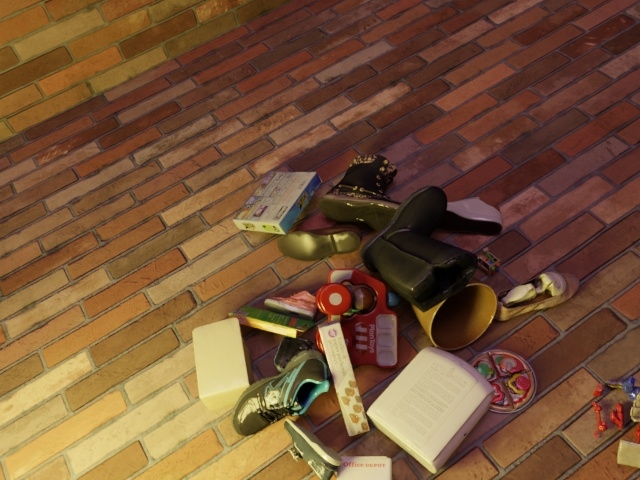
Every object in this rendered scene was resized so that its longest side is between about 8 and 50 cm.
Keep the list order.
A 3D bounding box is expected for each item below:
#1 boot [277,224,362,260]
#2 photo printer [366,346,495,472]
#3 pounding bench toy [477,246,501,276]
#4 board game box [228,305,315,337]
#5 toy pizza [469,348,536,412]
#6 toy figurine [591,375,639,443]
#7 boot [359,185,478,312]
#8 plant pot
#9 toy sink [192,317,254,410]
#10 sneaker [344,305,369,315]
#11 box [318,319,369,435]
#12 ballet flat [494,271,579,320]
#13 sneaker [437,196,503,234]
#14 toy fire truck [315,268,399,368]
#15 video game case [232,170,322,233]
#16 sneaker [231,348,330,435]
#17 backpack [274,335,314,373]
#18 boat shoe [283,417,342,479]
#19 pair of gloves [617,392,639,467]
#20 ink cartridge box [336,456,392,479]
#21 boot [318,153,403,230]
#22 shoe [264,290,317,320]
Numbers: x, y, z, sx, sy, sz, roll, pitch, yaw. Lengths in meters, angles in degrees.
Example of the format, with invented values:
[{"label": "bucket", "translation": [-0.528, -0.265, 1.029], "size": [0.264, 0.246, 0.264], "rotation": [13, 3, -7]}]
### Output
[{"label": "boot", "translation": [0.000, 0.000, 2.192], "size": [0.305, 0.112, 0.115], "rotation": [-4, 22, 13]}, {"label": "photo printer", "translation": [0.320, 0.460, 1.748], "size": [0.256, 0.107, 0.307], "rotation": [31, 64, 35]}, {"label": "pounding bench toy", "translation": [0.556, 0.068, 2.028], "size": [0.052, 0.083, 0.065], "rotation": [-34, 54, -16]}, {"label": "board game box", "translation": [-0.155, 0.262, 1.990], "size": [0.260, 0.124, 0.039], "rotation": [8, 98, 18]}, {"label": "toy pizza", "translation": [0.529, 0.406, 1.806], "size": [0.201, 0.032, 0.201], "rotation": [-5, 52, 7]}, {"label": "toy figurine", "translation": [0.914, 0.439, 1.597], "size": [0.363, 0.217, 0.191], "rotation": [13, 56, 20]}, {"label": "boot", "translation": [0.329, 0.005, 1.846], "size": [0.367, 0.146, 0.445], "rotation": [-47, 17, -2]}, {"label": "plant pot", "translation": [0.374, 0.171, 1.915], "size": [0.237, 0.237, 0.254], "rotation": [-27, 35, -10]}, {"label": "toy sink", "translation": [-0.297, 0.383, 1.908], "size": [0.153, 0.131, 0.234], "rotation": [-15, 54, -2]}, {"label": "sneaker", "translation": [0.087, 0.209, 2.008], "size": [0.167, 0.076, 0.065], "rotation": [14, 56, 20]}, {"label": "box", "translation": [0.066, 0.390, 1.758], "size": [0.063, 0.067, 0.323], "rotation": [-16, 94, -3]}, {"label": "ballet flat", "translation": [0.675, 0.161, 1.922], "size": [0.316, 0.106, 0.107], "rotation": [-23, 53, -8]}, {"label": "sneaker", "translation": [0.490, -0.100, 2.159], "size": [0.290, 0.106, 0.123], "rotation": [12, 50, 0]}, {"label": "toy fire truck", "translation": [0.115, 0.238, 1.888], "size": [0.254, 0.169, 0.302], "rotation": [1, 84, -5]}, {"label": "video game case", "translation": [-0.159, -0.145, 2.285], "size": [0.244, 0.061, 0.269], "rotation": [7, 52, 40]}, {"label": "sneaker", "translation": [-0.117, 0.454, 1.763], "size": [0.341, 0.125, 0.139], "rotation": [-42, 30, 6]}, {"label": "backpack", "translation": [-0.083, 0.368, 1.910], "size": [0.105, 0.084, 0.114], "rotation": [10, 49, 20]}, {"label": "boat shoe", "translation": [-0.035, 0.580, 1.714], "size": [0.254, 0.095, 0.079], "rotation": [24, 82, 49]}, {"label": "pair of gloves", "translation": [0.880, 0.499, 1.557], "size": [0.204, 0.240, 0.042], "rotation": [12, 21, 14]}, {"label": "ink cartridge box", "translation": [0.117, 0.686, 1.630], "size": [0.148, 0.086, 0.203], "rotation": [-2, 52, 9]}, {"label": "boot", "translation": [0.214, -0.176, 2.226], "size": [0.378, 0.138, 0.284], "rotation": [9, 47, 26]}, {"label": "shoe", "translation": [-0.092, 0.207, 2.054], "size": [0.178, 0.063, 0.081], "rotation": [14, 55, 13]}]
